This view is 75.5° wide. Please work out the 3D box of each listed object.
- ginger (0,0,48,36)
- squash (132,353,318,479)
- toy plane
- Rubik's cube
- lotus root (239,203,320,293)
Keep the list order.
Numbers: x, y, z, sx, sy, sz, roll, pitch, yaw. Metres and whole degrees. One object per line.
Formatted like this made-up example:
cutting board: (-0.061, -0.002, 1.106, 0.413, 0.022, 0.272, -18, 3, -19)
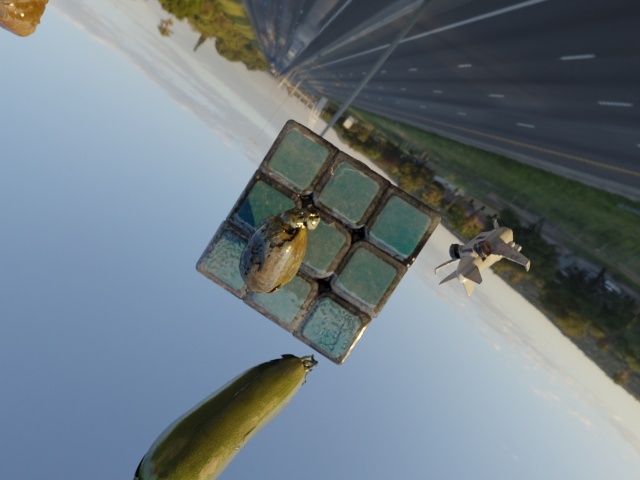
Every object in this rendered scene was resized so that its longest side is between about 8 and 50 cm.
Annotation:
ginger: (-0.522, -0.443, 0.590, 0.123, 0.219, 0.270, 25, -177, 14)
squash: (-0.062, 0.134, 0.320, 0.052, 0.052, 0.183, 43, -147, 16)
toy plane: (0.397, 0.027, 1.004, 0.251, 0.255, 0.101, -9, 115, 56)
Rubik's cube: (0.000, 0.000, 0.797, 0.301, 0.305, 0.304, 32, -178, 2)
lotus root: (-0.063, 0.012, 0.580, 0.088, 0.165, 0.088, 23, -144, -19)
